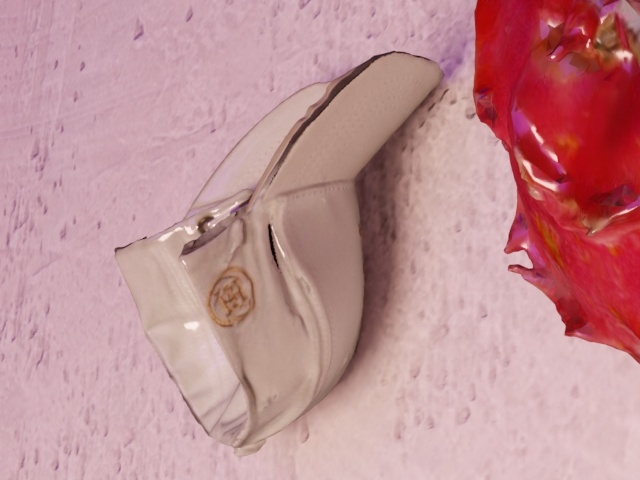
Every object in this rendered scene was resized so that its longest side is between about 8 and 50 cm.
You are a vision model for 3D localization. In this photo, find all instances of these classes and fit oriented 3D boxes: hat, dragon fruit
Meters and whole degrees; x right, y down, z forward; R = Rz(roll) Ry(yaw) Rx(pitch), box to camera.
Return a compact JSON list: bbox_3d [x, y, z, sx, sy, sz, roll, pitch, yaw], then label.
[{"bbox_3d":[-0.007,-0.001,1.260,0.301,0.168,0.258,-47,13,-11],"label":"hat"},{"bbox_3d":[0.225,-0.100,0.916,0.371,0.249,0.386,-45,43,20],"label":"dragon fruit"}]
